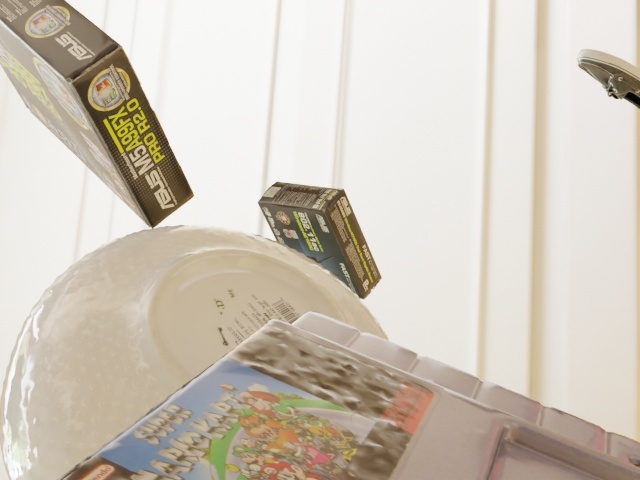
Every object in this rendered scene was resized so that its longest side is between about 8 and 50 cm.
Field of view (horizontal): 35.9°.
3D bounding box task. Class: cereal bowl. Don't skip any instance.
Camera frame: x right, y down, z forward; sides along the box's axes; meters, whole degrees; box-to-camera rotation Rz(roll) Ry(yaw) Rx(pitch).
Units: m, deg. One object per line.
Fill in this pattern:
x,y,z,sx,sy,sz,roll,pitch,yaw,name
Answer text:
-0.074,0.110,0.778,0.339,0.338,0.141,8,135,-18,cereal bowl

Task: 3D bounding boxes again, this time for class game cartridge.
0.033,0.123,0.400,0.230,0.068,0.355,25,-164,11,game cartridge

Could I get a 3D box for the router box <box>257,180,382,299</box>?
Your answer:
0.000,0.000,1.012,0.092,0.038,0.122,8,136,40,router box

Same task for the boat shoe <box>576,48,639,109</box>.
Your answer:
0.384,-0.195,1.246,0.142,0.040,0.049,28,173,4,boat shoe

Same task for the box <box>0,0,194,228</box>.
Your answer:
-0.255,-0.159,0.997,0.270,0.060,0.216,40,162,33,box
